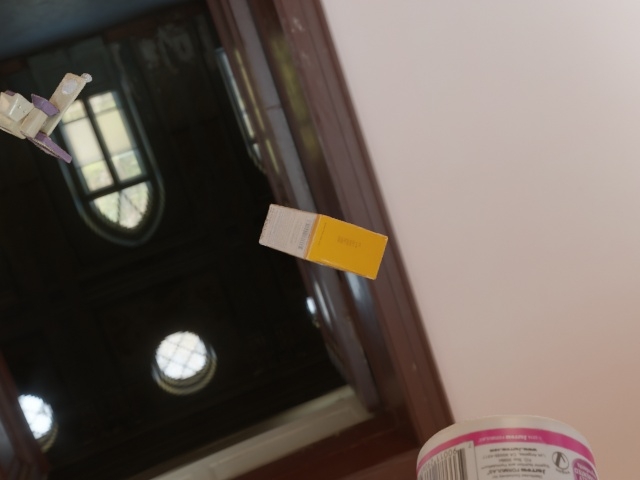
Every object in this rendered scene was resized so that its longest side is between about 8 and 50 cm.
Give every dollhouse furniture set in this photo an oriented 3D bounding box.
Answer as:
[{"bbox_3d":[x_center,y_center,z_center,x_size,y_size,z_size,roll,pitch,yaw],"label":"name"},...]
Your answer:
[{"bbox_3d":[-0.275,-0.143,0.769,0.114,0.091,0.081,23,-103,29],"label":"dollhouse furniture set"}]

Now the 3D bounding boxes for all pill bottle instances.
[{"bbox_3d":[0.165,0.301,0.667,0.160,0.160,0.283,-15,-134,18],"label":"pill bottle"}]

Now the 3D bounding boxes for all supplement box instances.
[{"bbox_3d":[0.000,0.000,0.647,0.062,0.036,0.098,17,180,-25],"label":"supplement box"}]
